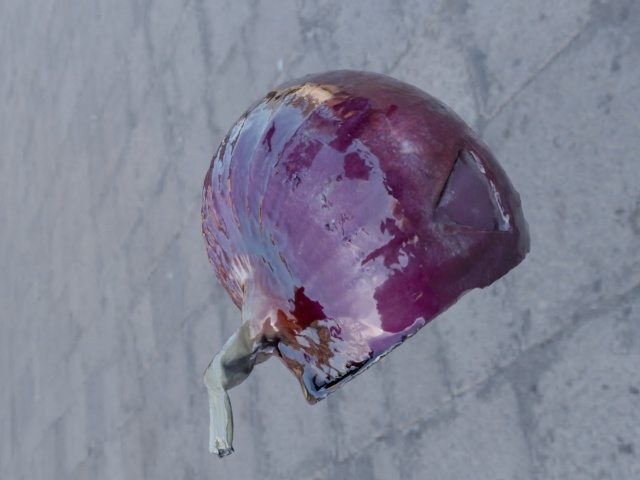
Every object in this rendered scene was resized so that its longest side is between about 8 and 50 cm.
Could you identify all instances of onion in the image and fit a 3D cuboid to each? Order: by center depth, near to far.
[{"bbox_3d":[0.018,-0.020,0.790,0.256,0.272,0.230,-39,79,33],"label":"onion"}]
